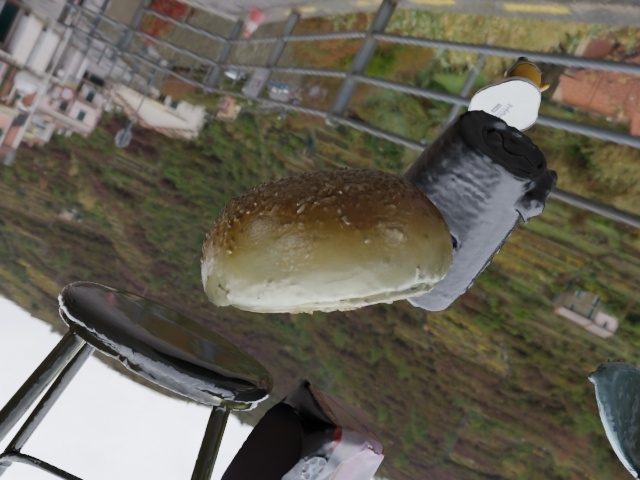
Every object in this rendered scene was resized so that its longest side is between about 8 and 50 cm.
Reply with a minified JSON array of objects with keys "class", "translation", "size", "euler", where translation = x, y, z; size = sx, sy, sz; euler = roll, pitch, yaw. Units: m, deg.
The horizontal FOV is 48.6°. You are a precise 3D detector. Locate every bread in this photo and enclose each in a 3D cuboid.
[{"class":"bread","translation":[0.000,0.000,0.828],"size":[0.306,0.158,0.305],"euler":[-10,-179,0]}]

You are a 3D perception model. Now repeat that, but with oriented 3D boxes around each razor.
[{"class":"razor","translation":[0.194,-0.034,1.053],"size":[0.189,0.327,0.107],"euler":[35,-135,2]}]

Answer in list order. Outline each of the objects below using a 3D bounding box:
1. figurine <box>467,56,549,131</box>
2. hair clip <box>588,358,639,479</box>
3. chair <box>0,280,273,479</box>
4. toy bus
[{"class":"figurine","translation":[0.477,-0.378,1.822],"size":[0.167,0.141,0.250],"euler":[31,150,-19]},{"class":"hair clip","translation":[0.388,0.298,0.677],"size":[0.318,0.392,0.238],"euler":[30,171,-38]},{"class":"chair","translation":[-0.281,0.297,0.936],"size":[0.365,0.410,0.362],"euler":[27,180,-3]},{"class":"toy bus","translation":[-0.046,0.342,0.922],"size":[0.147,0.302,0.127],"euler":[25,-172,-29]}]
